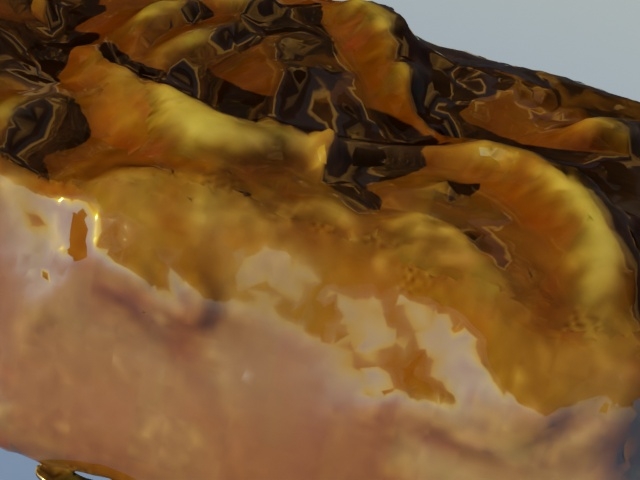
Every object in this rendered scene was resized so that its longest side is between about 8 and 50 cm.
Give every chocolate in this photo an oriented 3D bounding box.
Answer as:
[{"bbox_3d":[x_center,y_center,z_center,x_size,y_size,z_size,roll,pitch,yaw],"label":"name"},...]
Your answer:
[{"bbox_3d":[0.000,0.000,0.453,0.214,0.093,0.148,15,-147,10],"label":"chocolate"}]
